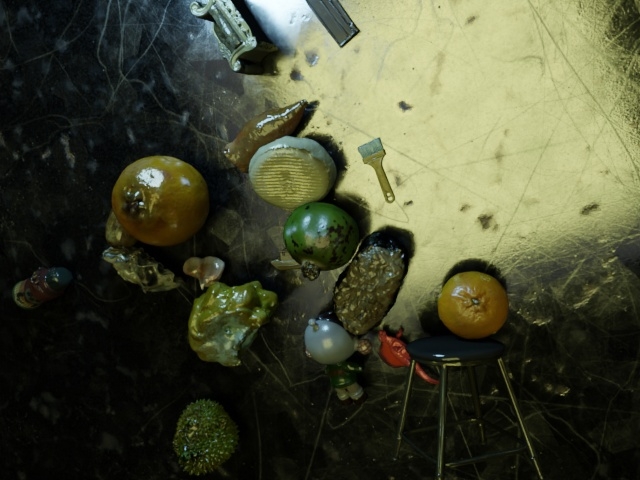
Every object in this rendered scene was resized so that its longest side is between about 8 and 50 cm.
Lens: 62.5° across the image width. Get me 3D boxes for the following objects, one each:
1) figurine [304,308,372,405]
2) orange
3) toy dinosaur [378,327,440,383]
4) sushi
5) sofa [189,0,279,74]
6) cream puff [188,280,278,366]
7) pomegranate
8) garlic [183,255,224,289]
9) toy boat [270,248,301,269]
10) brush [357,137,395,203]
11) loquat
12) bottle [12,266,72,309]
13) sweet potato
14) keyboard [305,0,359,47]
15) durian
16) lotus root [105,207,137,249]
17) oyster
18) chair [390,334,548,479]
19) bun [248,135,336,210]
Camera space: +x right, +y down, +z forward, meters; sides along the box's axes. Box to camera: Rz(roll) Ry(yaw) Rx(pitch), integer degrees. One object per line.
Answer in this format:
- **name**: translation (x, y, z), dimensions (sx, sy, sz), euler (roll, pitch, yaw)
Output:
- **figurine**: translation (0.059, 0.416, 1.879), dimensions (0.281, 0.167, 0.369), euler (-12, 106, 34)
- **orange**: translation (0.484, 0.206, 1.680), dimensions (0.219, 0.193, 0.219), euler (2, 93, 30)
- **toy dinosaur**: translation (0.292, 0.432, 1.869), dimensions (0.286, 0.070, 0.139), euler (48, 122, -3)
- **sushi**: translation (0.167, 0.141, 1.765), dimensions (0.211, 0.171, 0.350), euler (30, 112, 6)
- **sofa**: translation (-0.288, -0.649, 1.682), dimensions (0.182, 0.200, 0.258), euler (-34, 94, 20)
- **cream puff**: translation (-0.327, 0.268, 1.895), dimensions (0.274, 0.270, 0.323), euler (33, 104, -13)
- **pomegranate**: translation (0.000, 0.000, 1.728), dimensions (0.254, 0.254, 0.270), euler (6, 62, 16)
- **garlic**: translation (-0.442, 0.117, 1.990), dimensions (0.175, 0.099, 0.124), euler (8, 92, 16)
- **toy boat**: translation (-0.078, 0.061, 1.882), dimensions (0.201, 0.057, 0.077), euler (-4, 97, 18)
- **brush**: translation (0.198, -0.224, 1.745), dimensions (0.083, 0.010, 0.218), euler (-20, 99, 20)
- **loquat**: translation (-0.551, -0.137, 1.838), dimensions (0.329, 0.328, 0.328), euler (4, 105, 16)
- **bottle**: translation (-1.152, 0.183, 2.193), dimensions (0.271, 0.156, 0.143), euler (-24, 78, 25)
- **sweet potato**: translation (-0.177, -0.370, 1.762), dimensions (0.337, 0.131, 0.131), euler (-39, 91, 22)
- **keyboard**: translation (0.017, -0.732, 1.662), dimensions (0.087, 0.017, 0.250), euler (-36, 92, 21)
- **durian**: translation (-0.452, 0.790, 2.112), dimensions (0.291, 0.225, 0.291), euler (-12, 65, 28)
- **lotus root**: translation (-0.722, -0.088, 1.984), dimensions (0.145, 0.128, 0.260), euler (-1, 69, 36)
- **oyster**: translation (-0.703, 0.101, 2.040), dimensions (0.351, 0.114, 0.238), euler (17, 148, 27)
- **chair**: translation (0.435, 0.523, 1.663), dimensions (0.362, 0.365, 0.409), euler (-4, 90, -13)
- **bun**: translation (-0.094, -0.233, 1.752), dimensions (0.287, 0.146, 0.287), euler (2, 132, 2)
